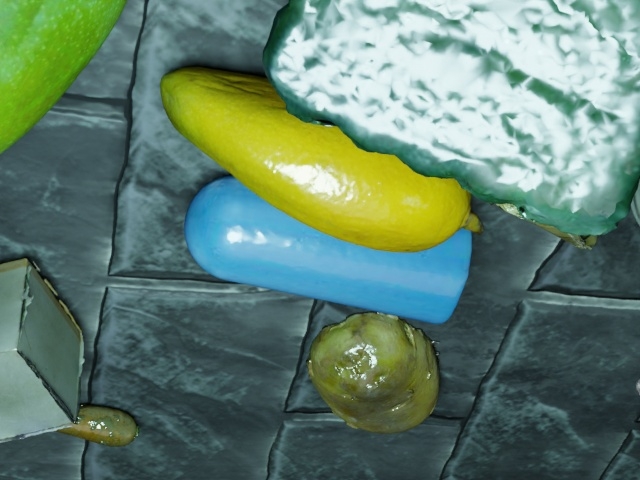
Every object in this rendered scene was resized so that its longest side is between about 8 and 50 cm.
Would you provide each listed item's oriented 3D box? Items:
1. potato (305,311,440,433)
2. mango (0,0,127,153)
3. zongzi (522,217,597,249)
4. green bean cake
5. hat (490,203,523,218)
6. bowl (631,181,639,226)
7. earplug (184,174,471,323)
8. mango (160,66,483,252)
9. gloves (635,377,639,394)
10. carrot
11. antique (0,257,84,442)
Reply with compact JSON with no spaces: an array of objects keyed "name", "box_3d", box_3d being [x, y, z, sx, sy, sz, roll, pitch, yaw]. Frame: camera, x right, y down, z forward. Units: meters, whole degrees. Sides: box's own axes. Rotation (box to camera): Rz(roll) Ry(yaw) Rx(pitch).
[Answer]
[{"name":"potato","box_3d":[0.071,0.173,1.332,0.164,0.081,0.200,-23,138,14]},{"name":"mango","box_3d":[-0.302,-0.148,0.843,0.382,0.201,0.225,-31,157,-3]},{"name":"zongzi","box_3d":[0.252,-0.015,1.190,0.083,0.040,0.076,-9,145,18]},{"name":"green bean cake","box_3d":[0.146,-0.196,0.843,0.300,0.169,0.307,25,108,3]},{"name":"hat","box_3d":[0.210,-0.063,1.114,0.077,0.059,0.076,24,145,-24]},{"name":"bowl","box_3d":[0.424,-0.133,0.997,0.337,0.157,0.337,-4,136,-4]},{"name":"earplug","box_3d":[0.000,0.000,1.105,0.273,0.132,0.132,9,135,-13]},{"name":"mango","box_3d":[0.003,-0.076,0.986,0.317,0.176,0.119,23,115,-8]},{"name":"gloves","box_3d":[0.469,0.128,1.317,0.241,0.126,0.145,16,156,-28]},{"name":"carrot","box_3d":[-0.337,0.203,1.332,0.254,0.049,0.049,19,131,-21]},{"name":"antique","box_3d":[-0.341,0.113,1.151,0.152,0.148,0.146,-13,136,6]}]
